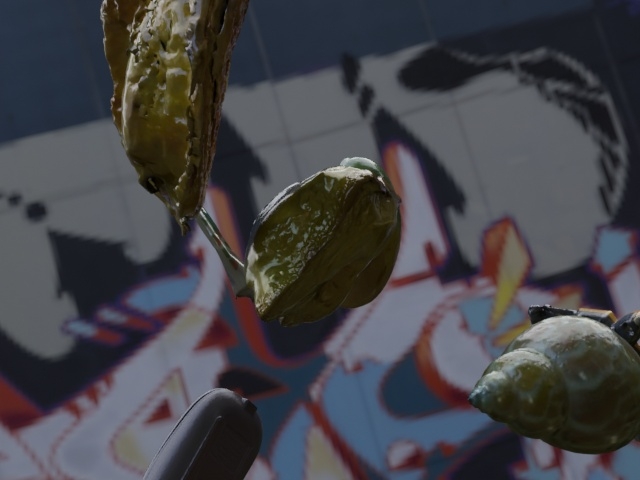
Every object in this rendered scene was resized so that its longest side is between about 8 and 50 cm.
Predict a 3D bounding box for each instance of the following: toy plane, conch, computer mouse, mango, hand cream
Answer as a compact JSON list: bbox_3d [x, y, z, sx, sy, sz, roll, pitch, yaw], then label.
[{"bbox_3d":[0.311,0.128,1.878,0.103,0.204,0.316,-39,-10,-4],"label":"toy plane"},{"bbox_3d":[0.200,0.119,1.336,0.116,0.106,0.173,10,-21,25],"label":"conch"},{"bbox_3d":[-0.149,0.284,1.997,0.057,0.232,0.120,5,-32,45],"label":"computer mouse"},{"bbox_3d":[0.046,-0.011,2.187,0.130,0.194,0.092,-11,14,-40],"label":"mango"},{"bbox_3d":[-0.115,0.000,1.901,0.037,0.165,0.057,-35,-16,6],"label":"hand cream"}]

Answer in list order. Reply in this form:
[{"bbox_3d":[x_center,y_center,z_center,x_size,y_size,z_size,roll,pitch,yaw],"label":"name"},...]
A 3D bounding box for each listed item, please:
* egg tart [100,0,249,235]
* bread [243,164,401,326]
[{"bbox_3d":[-0.130,-0.152,1.475,0.132,0.297,0.297,7,-19,-6],"label":"egg tart"},{"bbox_3d":[0.000,0.000,1.541,0.161,0.088,0.233,-45,-14,3],"label":"bread"}]
